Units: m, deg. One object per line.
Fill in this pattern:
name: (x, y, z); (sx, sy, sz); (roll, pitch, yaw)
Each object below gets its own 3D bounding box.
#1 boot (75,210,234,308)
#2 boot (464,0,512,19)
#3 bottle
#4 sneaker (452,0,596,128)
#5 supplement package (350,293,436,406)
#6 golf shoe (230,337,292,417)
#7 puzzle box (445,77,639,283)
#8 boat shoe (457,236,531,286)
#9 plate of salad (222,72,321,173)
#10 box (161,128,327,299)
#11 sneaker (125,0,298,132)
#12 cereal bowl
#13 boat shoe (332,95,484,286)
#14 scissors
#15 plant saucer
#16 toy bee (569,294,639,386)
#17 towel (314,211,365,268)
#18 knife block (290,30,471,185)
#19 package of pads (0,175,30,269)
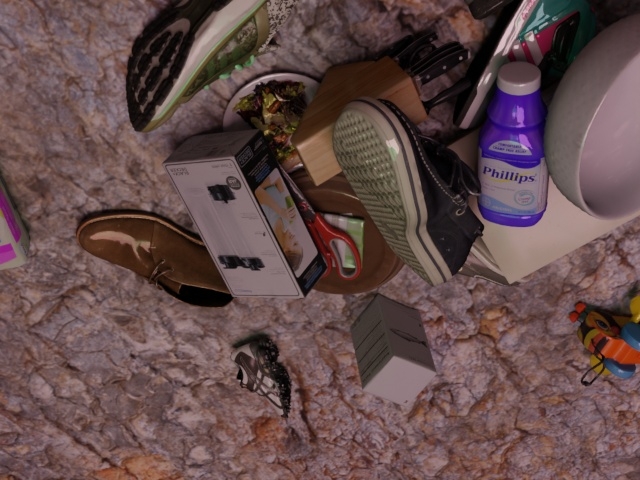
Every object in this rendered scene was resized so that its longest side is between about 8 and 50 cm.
boot: (-0.283, 0.036, 1.946); (0.305, 0.115, 0.112); (16, 128, -17)
boot: (0.290, -0.457, 1.643); (0.246, 0.083, 0.161); (-31, 89, 10)
bottle: (0.313, -0.151, 1.768); (0.118, 0.092, 0.283); (10, 134, 16)
sneaker: (0.351, -0.283, 1.790); (0.178, 0.124, 0.295); (24, 120, -9)
supplement package: (0.136, 0.209, 2.098); (0.105, 0.179, 0.105); (24, 120, -25)
golf shoe: (-0.115, 0.275, 2.188); (0.094, 0.077, 0.198); (-11, 122, 14)
puzzle box: (0.435, -0.136, 1.886); (0.409, 0.052, 0.272); (-29, 98, 14)
boat shoe: (0.248, 0.008, 2.008); (0.305, 0.109, 0.091); (28, 130, -20)
plate of salad: (-0.064, -0.188, 1.847); (0.200, 0.048, 0.199); (-4, 128, -5)
box: (-0.125, -0.039, 1.854); (0.169, 0.087, 0.290); (-3, 125, 38)
sneaker: (-0.146, -0.299, 1.704); (0.182, 0.158, 0.410); (19, 129, -42)
cereal bowl: (0.465, -0.207, 1.701); (0.339, 0.141, 0.339); (-26, 137, -28)
boat shoe: (0.150, -0.091, 1.699); (0.156, 0.187, 0.500); (-43, 150, -5)
scissors: (-0.012, -0.049, 1.868); (0.109, 0.021, 0.297); (-7, 124, 19)
plant saucer: (0.022, -0.006, 1.953); (0.278, 0.041, 0.278); (7, 128, 10)
toy bee: (0.584, 0.180, 2.184); (0.195, 0.162, 0.298); (-48, 145, 16)
towel: (0.000, 0.000, 1.921); (0.152, 0.023, 0.113); (7, 130, 9)
knife block: (0.109, -0.215, 1.739); (0.242, 0.275, 0.088); (-2, 134, 32)
package of pads: (-0.666, -0.038, 1.838); (0.297, 0.101, 0.229); (-13, 128, 1)
